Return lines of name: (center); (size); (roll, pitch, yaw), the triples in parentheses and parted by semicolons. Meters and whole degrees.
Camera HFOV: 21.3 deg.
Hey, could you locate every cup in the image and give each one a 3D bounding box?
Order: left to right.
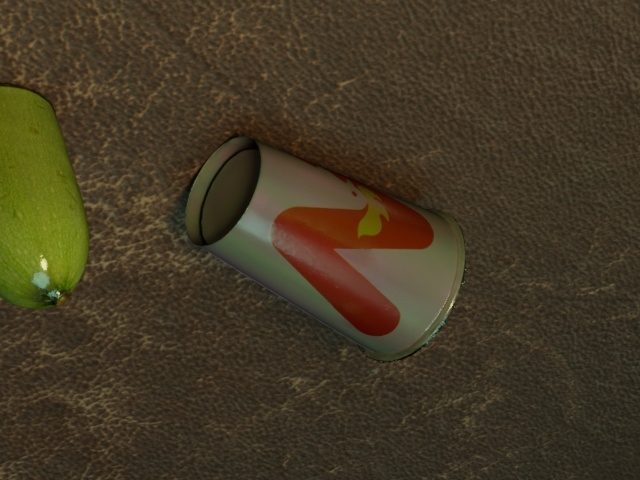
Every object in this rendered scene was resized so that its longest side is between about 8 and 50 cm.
cup: (0.000, 0.000, 1.942); (0.288, 0.203, 0.203); (27, 121, -33)

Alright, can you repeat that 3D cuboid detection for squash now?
squash: (-0.306, -0.033, 1.721); (0.132, 0.247, 0.132); (-13, 140, -11)
